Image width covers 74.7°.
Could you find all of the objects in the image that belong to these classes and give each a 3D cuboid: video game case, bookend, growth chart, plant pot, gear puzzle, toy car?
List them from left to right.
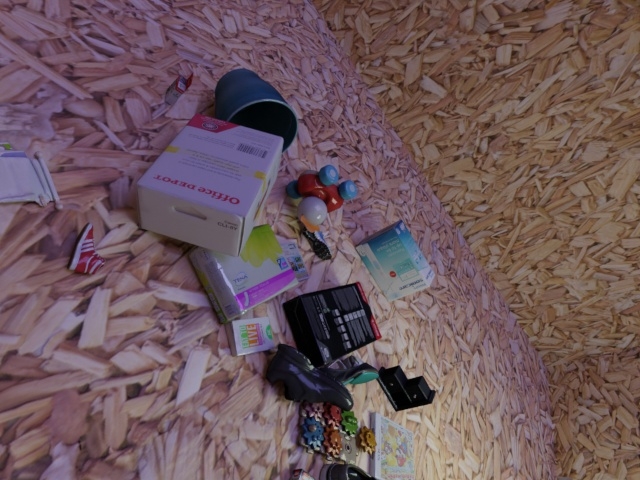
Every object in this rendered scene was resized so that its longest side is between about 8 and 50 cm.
[{"bbox_3d":[-0.678,-0.141,0.867,0.237,0.021,0.171,-6,70,-54],"label":"growth chart"},{"bbox_3d":[-0.247,-0.452,1.466,0.272,0.272,0.255,14,42,-48],"label":"plant pot"},{"bbox_3d":[-0.112,0.079,1.454,0.157,0.019,0.143,-9,74,-56],"label":"video game case"},{"bbox_3d":[-0.011,-0.124,1.583,0.210,0.219,0.237,32,57,-37],"label":"toy car"},{"bbox_3d":[0.070,0.585,1.280,0.339,0.044,0.175,36,36,-30],"label":"gear puzzle"},{"bbox_3d":[0.250,0.731,1.443,0.227,0.026,0.206,39,40,-30],"label":"video game case"},{"bbox_3d":[0.316,0.535,1.556,0.156,0.157,0.072,60,33,-3],"label":"bookend"}]

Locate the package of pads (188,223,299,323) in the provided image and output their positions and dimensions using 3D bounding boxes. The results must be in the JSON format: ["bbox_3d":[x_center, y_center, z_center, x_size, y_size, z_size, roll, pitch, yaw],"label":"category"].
[{"bbox_3d":[-0.217,0.080,1.238,0.297,0.101,0.229,-24,86,-57],"label":"package of pads"}]

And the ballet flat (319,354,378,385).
[{"bbox_3d":[0.095,0.436,1.402,0.281,0.095,0.096,9,47,-50],"label":"ballet flat"}]

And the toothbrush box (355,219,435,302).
[{"bbox_3d":[0.329,0.093,1.846,0.295,0.216,0.126,58,34,-6],"label":"toothbrush box"}]

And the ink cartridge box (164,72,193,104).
[{"bbox_3d":[-0.451,-0.491,1.338,0.029,0.115,0.062,28,45,-39],"label":"ink cartridge box"}]

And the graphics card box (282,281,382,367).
[{"bbox_3d":[0.052,0.282,1.453,0.371,0.094,0.232,-4,70,-55],"label":"graphics card box"}]

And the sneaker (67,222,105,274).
[{"bbox_3d":[-0.515,0.021,0.944,0.067,0.042,0.118,26,54,-35],"label":"sneaker"}]

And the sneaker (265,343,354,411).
[{"bbox_3d":[-0.034,0.421,1.213,0.286,0.109,0.130,37,72,-7],"label":"sneaker"}]

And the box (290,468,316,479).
[{"bbox_3d":[-0.010,0.712,1.105,0.207,0.036,0.114,48,36,-19],"label":"box"}]

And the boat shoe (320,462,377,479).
[{"bbox_3d":[0.130,0.738,1.219,0.305,0.091,0.109,44,36,-24],"label":"boat shoe"}]

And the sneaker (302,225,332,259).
[{"bbox_3d":[0.000,0.000,1.620,0.162,0.063,0.073,58,30,-4],"label":"sneaker"}]

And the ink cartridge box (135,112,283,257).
[{"bbox_3d":[-0.291,-0.166,1.168,0.279,0.160,0.384,17,43,-1],"label":"ink cartridge box"}]

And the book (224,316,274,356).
[{"bbox_3d":[-0.198,0.272,1.191,0.144,0.035,0.096,5,66,-53],"label":"book"}]
